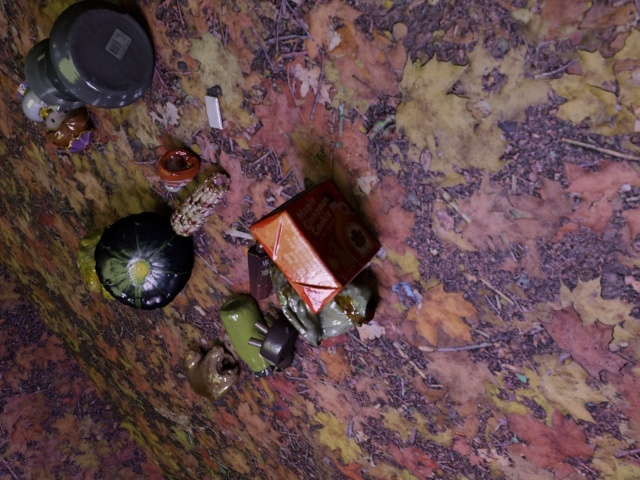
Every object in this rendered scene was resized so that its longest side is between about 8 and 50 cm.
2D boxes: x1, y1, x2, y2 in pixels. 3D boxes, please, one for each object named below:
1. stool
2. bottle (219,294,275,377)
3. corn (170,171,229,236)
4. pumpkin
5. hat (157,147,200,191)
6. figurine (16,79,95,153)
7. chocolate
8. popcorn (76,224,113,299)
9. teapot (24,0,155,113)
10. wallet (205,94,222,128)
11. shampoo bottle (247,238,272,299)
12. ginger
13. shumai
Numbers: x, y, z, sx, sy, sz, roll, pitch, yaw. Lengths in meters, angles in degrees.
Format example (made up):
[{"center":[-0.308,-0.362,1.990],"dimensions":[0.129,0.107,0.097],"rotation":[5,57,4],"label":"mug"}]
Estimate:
[{"center":[-0.131,0.296,1.712],"dimensions":[0.121,0.125,0.217],"rotation":[24,142,14],"label":"stool"},{"center":[-0.212,0.298,1.800],"dimensions":[0.112,0.112,0.260],"rotation":[0,119,42],"label":"bottle"},{"center":[-0.336,-0.098,1.640],"dimensions":[0.092,0.092,0.280],"rotation":[52,138,-1],"label":"corn"},{"center":[-0.531,0.051,1.816],"dimensions":[0.295,0.296,0.296],"rotation":[23,132,29],"label":"pumpkin"},{"center":[-0.398,-0.179,1.648],"dimensions":[0.162,0.112,0.094],"rotation":[118,135,-58],"label":"hat"},{"center":[-0.808,-0.381,1.833],"dimensions":[0.263,0.142,0.189],"rotation":[45,171,5],"label":"figurine"},{"center":[0.000,0.000,1.301],"dimensions":[0.108,0.237,0.235],"rotation":[-35,92,39],"label":"chocolate"},{"center":[-0.689,0.071,1.992],"dimensions":[0.270,0.224,0.258],"rotation":[3,113,48],"label":"popcorn"},{"center":[-0.599,-0.474,1.514],"dimensions":[0.343,0.253,0.301],"rotation":[4,88,46],"label":"teapot"},{"center":[-0.265,-0.318,1.475],"dimensions":[0.044,0.011,0.083],"rotation":[20,131,31],"label":"wallet"},{"center":[-0.158,0.060,1.615],"dimensions":[0.067,0.068,0.237],"rotation":[29,136,24],"label":"shampoo bottle"},{"center":[-0.387,0.452,2.064],"dimensions":[0.221,0.130,0.276],"rotation":[47,134,19],"label":"ginger"},{"center":[0.009,0.106,1.451],"dimensions":[0.203,0.222,0.272],"rotation":[-33,83,11],"label":"shumai"}]
